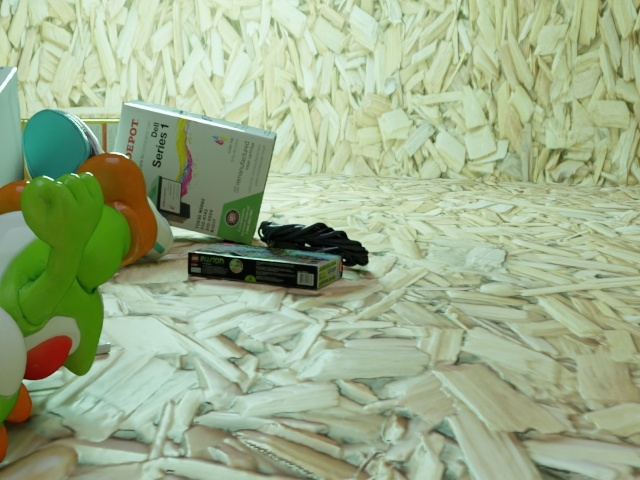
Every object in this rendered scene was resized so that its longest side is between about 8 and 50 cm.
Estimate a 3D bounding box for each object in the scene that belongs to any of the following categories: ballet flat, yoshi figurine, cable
[{"bbox_3d":[-0.375,-0.084,1.564,0.139,0.139,0.400,-6,34,-42],"label":"ballet flat"},{"bbox_3d":[-0.274,0.021,0.719,0.203,0.203,0.362,23,28,1],"label":"yoshi figurine"},{"bbox_3d":[0.000,0.000,1.450,0.184,0.047,0.150,17,-15,-21],"label":"cable"}]

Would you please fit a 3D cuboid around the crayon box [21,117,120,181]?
[{"bbox_3d":[-0.514,-0.152,1.939,0.083,0.203,0.323,9,11,37],"label":"crayon box"}]

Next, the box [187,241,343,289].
[{"bbox_3d":[-0.081,0.036,1.392,0.207,0.036,0.114,5,9,19],"label":"box"}]

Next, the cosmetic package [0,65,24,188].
[{"bbox_3d":[-0.543,-0.109,1.354,0.156,0.217,0.385,2,23,-6],"label":"cosmetic package"}]

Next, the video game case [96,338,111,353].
[{"bbox_3d":[-0.287,0.105,0.983,0.087,0.011,0.122,-5,11,-38],"label":"video game case"}]

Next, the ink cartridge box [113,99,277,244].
[{"bbox_3d":[-0.236,-0.126,1.698,0.278,0.201,0.117,13,12,-2],"label":"ink cartridge box"}]
